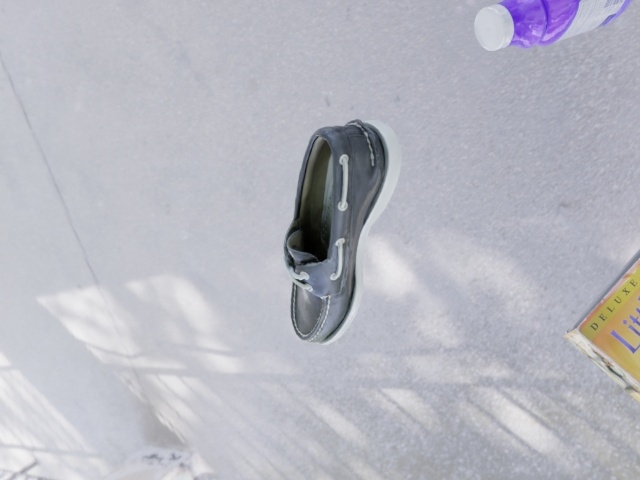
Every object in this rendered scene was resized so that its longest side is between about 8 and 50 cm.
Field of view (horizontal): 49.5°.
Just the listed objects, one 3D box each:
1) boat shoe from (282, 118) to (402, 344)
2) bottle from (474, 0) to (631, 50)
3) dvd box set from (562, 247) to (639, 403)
[{"bbox_3d":[0.000,0.000,0.805,0.114,0.091,0.303,41,128,43],"label":"boat shoe"},{"bbox_3d":[0.373,-0.371,1.106,0.092,0.282,0.118,59,157,17],"label":"bottle"},{"bbox_3d":[0.501,0.126,0.674,0.420,0.307,0.062,42,170,14],"label":"dvd box set"}]
